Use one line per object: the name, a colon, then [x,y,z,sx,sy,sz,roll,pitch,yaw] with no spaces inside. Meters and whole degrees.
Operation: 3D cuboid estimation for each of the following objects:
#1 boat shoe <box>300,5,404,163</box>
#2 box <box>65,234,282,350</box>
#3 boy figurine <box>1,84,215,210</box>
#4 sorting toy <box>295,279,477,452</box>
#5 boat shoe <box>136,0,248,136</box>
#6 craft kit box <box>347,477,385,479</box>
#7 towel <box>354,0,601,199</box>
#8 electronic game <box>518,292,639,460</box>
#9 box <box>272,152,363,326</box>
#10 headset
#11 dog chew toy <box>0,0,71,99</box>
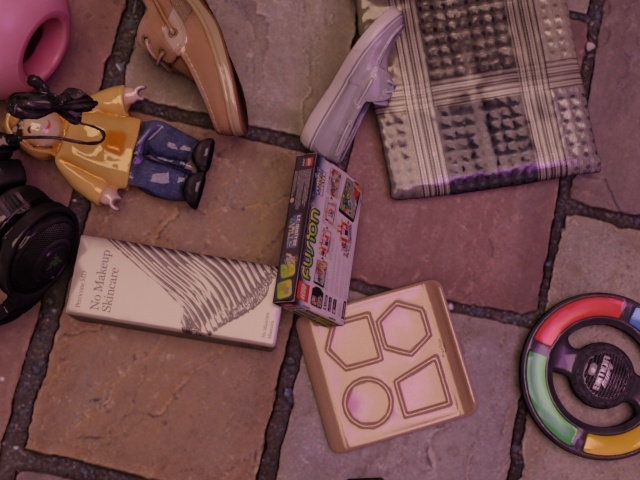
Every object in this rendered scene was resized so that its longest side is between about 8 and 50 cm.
boat shoe: [0.061,-0.208,1.309,0.081,0.079,0.227,35,105,6]
box: [-0.186,0.072,1.265,0.275,0.094,0.113,8,80,-3]
boy figurine: [-0.288,-0.136,1.295,0.285,0.092,0.177,17,84,-3]
sorting toy: [0.089,0.170,1.300,0.208,0.038,0.193,-16,82,-1]
boat shoe: [-0.195,-0.282,1.315,0.110,0.121,0.341,-23,73,-2]
craft kit box: [0.069,0.422,1.148,0.061,0.250,0.246,1,81,-2]
towel: [0.222,-0.231,1.367,0.312,0.056,0.324,-9,84,-2]
electronic game: [0.386,0.185,1.306,0.229,0.048,0.229,0,82,-3]
box: [0.000,0.000,1.266,0.036,0.114,0.207,-6,66,37]
headset: [-0.413,-0.046,1.169,0.394,0.185,0.243,-41,81,22]
dog chew toy: [-0.501,-0.324,1.263,0.332,0.206,0.206,27,80,9]
